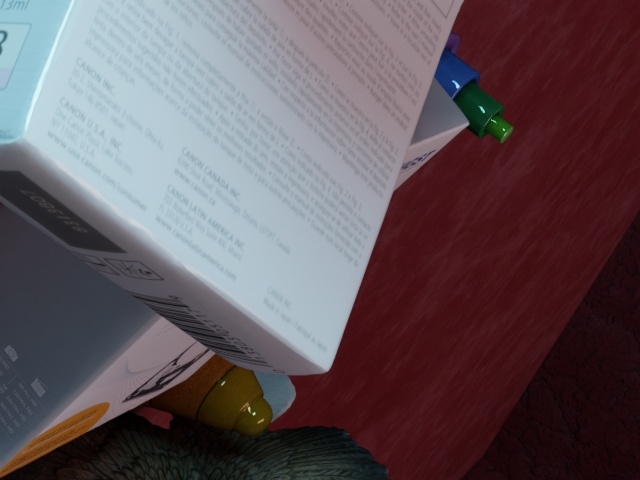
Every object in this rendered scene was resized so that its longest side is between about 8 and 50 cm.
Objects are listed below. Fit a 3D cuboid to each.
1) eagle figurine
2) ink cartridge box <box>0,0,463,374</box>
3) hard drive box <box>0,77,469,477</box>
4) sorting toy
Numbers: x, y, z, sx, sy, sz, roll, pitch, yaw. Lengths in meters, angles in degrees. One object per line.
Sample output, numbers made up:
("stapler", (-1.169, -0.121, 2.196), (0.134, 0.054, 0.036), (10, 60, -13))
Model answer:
("eagle figurine", (-0.082, 0.181, 1.144), (0.226, 0.225, 0.298), (-38, 171, -9))
("ink cartridge box", (-0.022, -0.092, 0.602), (0.189, 0.066, 0.232), (41, 60, -50))
("hard drive box", (-0.070, -0.004, 0.812), (0.232, 0.089, 0.181), (-43, 170, 32))
("sorting toy", (0.000, 0.000, 1.157), (0.365, 0.126, 0.127), (-45, 164, -22))
